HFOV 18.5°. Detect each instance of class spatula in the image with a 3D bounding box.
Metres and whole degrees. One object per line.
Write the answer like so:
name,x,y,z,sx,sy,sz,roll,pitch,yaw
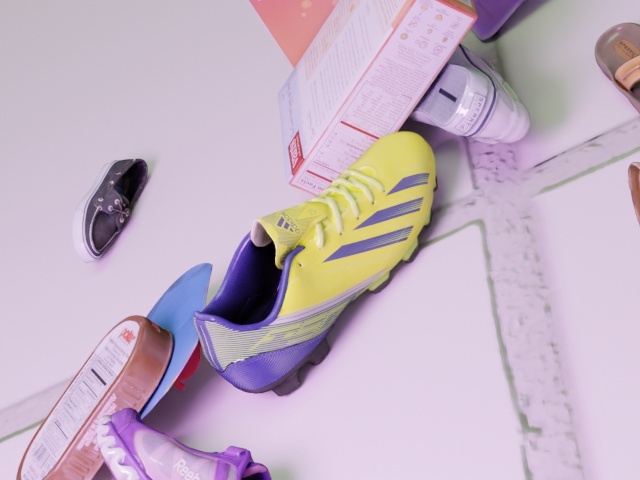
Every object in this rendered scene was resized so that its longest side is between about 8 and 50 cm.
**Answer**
spatula,0.261,-0.297,1.893,0.296,0.030,0.084,-34,31,2

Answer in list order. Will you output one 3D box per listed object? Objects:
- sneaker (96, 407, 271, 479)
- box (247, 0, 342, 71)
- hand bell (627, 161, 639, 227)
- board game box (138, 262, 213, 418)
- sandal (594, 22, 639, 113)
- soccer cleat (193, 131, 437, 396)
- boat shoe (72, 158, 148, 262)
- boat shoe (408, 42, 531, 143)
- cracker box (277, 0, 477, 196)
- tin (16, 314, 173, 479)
sneaker,-0.095,0.197,1.546,0.104,0.095,0.236,-34,38,-11
box,0.016,-0.230,1.898,0.130,0.170,0.091,-27,34,14
hand bell,0.362,-0.043,1.448,0.242,0.126,0.126,-22,34,-1
board game box,-0.125,0.099,1.711,0.133,0.033,0.168,-44,24,33
sandal,0.281,-0.152,1.676,0.072,0.049,0.180,-36,33,-2
soccer cleat,0.001,0.001,1.668,0.093,0.121,0.289,11,55,47
boat shoe,-0.209,-0.035,1.965,0.040,0.049,0.142,-15,36,27
boat shoe,0.125,-0.127,1.765,0.083,0.076,0.226,-61,19,14
cracker box,0.047,-0.166,1.793,0.232,0.067,0.155,-54,24,29
tin,-0.195,0.148,1.686,0.189,0.040,0.106,-55,25,-2
